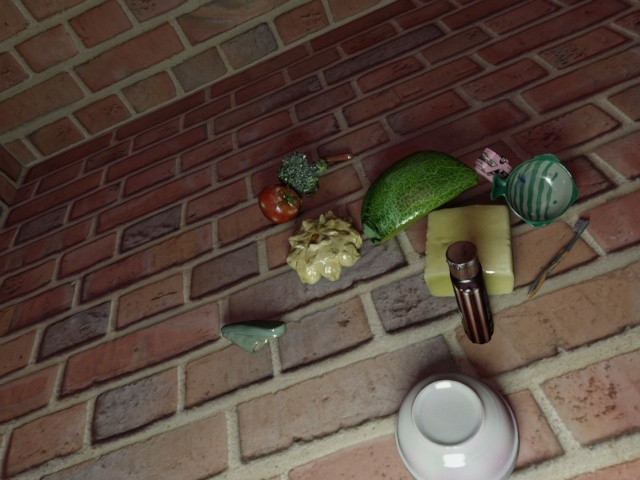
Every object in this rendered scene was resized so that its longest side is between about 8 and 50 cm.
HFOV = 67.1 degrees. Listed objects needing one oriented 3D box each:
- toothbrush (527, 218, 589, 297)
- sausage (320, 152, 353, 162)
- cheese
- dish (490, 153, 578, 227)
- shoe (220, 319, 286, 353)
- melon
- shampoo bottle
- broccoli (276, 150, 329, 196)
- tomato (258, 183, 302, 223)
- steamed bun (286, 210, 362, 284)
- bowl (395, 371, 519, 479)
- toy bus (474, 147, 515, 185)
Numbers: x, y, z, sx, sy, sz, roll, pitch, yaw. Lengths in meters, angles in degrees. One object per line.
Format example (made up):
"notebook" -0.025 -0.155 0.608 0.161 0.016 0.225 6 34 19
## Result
"toothbrush" 0.676 0.048 1.371 0.321 0.023 0.031 -46 39 -20
"sausage" 0.067 -0.349 2.041 0.147 0.035 0.030 -4 80 25
"cheese" 0.442 0.027 1.437 0.243 0.123 0.265 -8 46 25
"dish" 0.653 -0.155 1.492 0.246 0.223 0.078 7 7 11
"shoe" -0.210 0.305 1.528 0.251 0.103 0.100 -9 89 36
"melon" 0.297 -0.137 1.611 0.344 0.226 0.331 -34 45 -22
"shampoo bottle" 0.379 0.131 1.220 0.084 0.323 0.129 -10 47 19
"broccoli" -0.065 -0.312 1.999 0.199 0.177 0.274 -15 31 21
"tomato" -0.166 -0.142 1.883 0.168 0.167 0.167 -14 45 14
"steamed bun" 0.000 0.000 1.674 0.295 0.137 0.292 -45 43 -15
"bowl" 0.303 0.425 1.115 0.287 0.143 0.286 -14 44 14
"toy bus" 0.577 -0.211 1.535 0.090 0.203 0.063 -52 30 14
